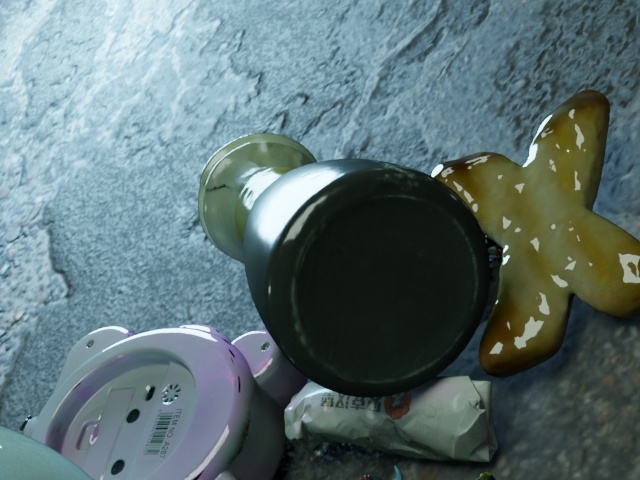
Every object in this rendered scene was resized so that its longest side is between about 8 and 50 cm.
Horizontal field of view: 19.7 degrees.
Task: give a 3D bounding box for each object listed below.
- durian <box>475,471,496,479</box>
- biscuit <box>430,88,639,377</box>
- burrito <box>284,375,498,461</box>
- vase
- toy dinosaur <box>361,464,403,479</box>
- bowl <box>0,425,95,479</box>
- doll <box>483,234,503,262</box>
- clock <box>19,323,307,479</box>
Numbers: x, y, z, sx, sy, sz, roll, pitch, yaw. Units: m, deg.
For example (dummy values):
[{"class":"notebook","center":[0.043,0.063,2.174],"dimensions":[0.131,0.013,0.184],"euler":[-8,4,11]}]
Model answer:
[{"class":"durian","center":[0.021,0.319,1.218],"dimensions":[0.375,0.132,0.106],"euler":[-56,-4,-11]},{"class":"biscuit","center":[0.176,-0.007,1.412],"dimensions":[0.164,0.047,0.208],"euler":[-29,49,17]},{"class":"burrito","center":[0.054,0.136,1.404],"dimensions":[0.203,0.064,0.064],"euler":[-4,53,39]},{"class":"vase","center":[0.000,0.000,1.470],"dimensions":[0.173,0.173,0.321],"euler":[-47,21,-3]},{"class":"toy dinosaur","center":[0.032,0.197,1.378],"dimensions":[0.083,0.047,0.031],"euler":[-27,40,24]},{"class":"bowl","center":[-0.226,0.296,1.353],"dimensions":[0.434,0.435,0.196],"euler":[-2,11,42]},{"class":"doll","center":[0.108,0.000,1.497],"dimensions":[0.114,0.039,0.057],"euler":[-2,88,29]},{"class":"clock","center":[-0.136,0.171,1.527],"dimensions":[0.247,0.090,0.228],"euler":[-8,51,36]}]
